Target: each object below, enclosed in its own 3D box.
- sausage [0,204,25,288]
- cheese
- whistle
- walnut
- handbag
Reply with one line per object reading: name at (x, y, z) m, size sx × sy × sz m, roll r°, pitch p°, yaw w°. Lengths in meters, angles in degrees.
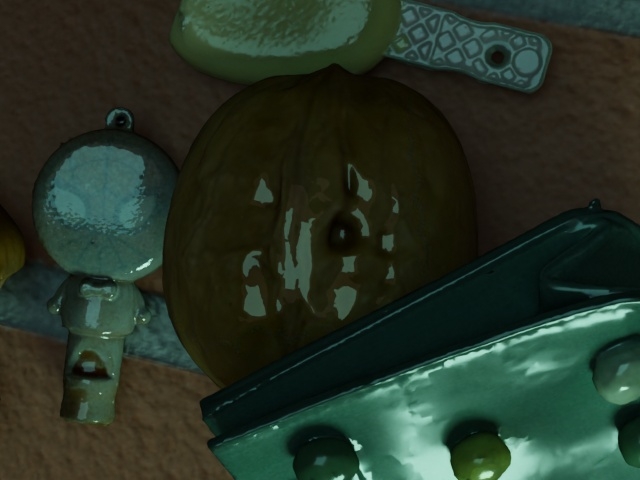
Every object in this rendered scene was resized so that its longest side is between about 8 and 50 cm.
sausage at (-0.302, -0.041, 1.053) m, size 0.238 × 0.098 × 0.098 m, roll 38°, pitch 94°, yaw 15°
cheese at (0.030, -0.150, 1.012) m, size 0.255 × 0.050 × 0.127 m, roll 15°, pitch 88°, yaw 12°
whistle at (-0.148, 0.018, 1.037) m, size 0.107 × 0.057 × 0.220 m, roll 6°, pitch 92°, yaw -1°
walnut at (0.000, 0.000, 0.937) m, size 0.195 × 0.195 × 0.221 m, roll 8°, pitch 88°, yaw 13°
handbag at (0.105, 0.138, 0.869) m, size 0.274 × 0.268 × 0.100 m, roll -23°, pitch 43°, yaw 6°
